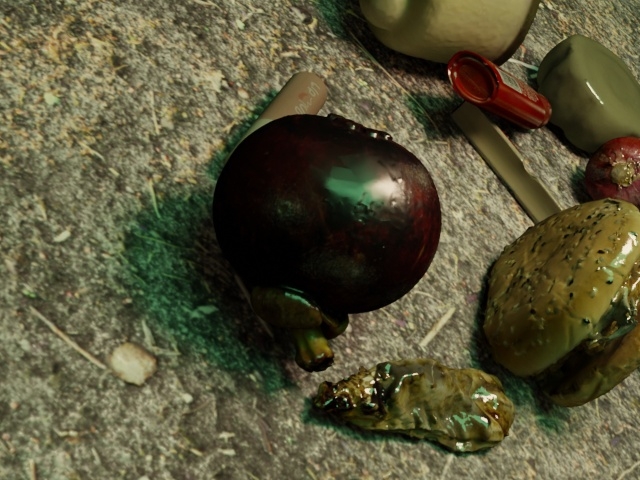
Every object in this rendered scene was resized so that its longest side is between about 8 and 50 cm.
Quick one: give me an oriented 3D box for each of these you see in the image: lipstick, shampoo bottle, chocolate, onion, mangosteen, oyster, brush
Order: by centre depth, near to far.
[{"bbox_3d":[0.006,-0.018,1.266,0.297,0.293,0.297,8,28,-5],"label":"mangosteen"},{"bbox_3d":[0.139,0.218,1.310,0.345,0.078,0.129,10,59,-34],"label":"oyster"},{"bbox_3d":[-0.063,-0.169,1.473,0.070,0.070,0.254,37,41,-6],"label":"lipstick"},{"bbox_3d":[0.356,-0.127,1.771,0.321,0.060,0.050,54,32,13],"label":"brush"},{"bbox_3d":[0.216,-0.493,1.787,0.297,0.314,0.326,11,51,-26],"label":"chocolate"},{"bbox_3d":[0.339,-0.266,1.790,0.118,0.076,0.314,47,19,26],"label":"shampoo bottle"},{"bbox_3d":[0.595,-0.120,1.890,0.159,0.159,0.195,54,18,13],"label":"onion"}]

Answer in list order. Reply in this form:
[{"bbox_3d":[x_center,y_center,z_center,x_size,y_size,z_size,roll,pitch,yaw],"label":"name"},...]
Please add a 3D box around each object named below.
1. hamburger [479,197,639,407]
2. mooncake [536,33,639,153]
[{"bbox_3d":[0.408,0.078,1.486,0.195,0.277,0.318,41,36,-14],"label":"hamburger"},{"bbox_3d":[0.566,-0.291,2.015,0.275,0.135,0.275,23,45,-26],"label":"mooncake"}]
